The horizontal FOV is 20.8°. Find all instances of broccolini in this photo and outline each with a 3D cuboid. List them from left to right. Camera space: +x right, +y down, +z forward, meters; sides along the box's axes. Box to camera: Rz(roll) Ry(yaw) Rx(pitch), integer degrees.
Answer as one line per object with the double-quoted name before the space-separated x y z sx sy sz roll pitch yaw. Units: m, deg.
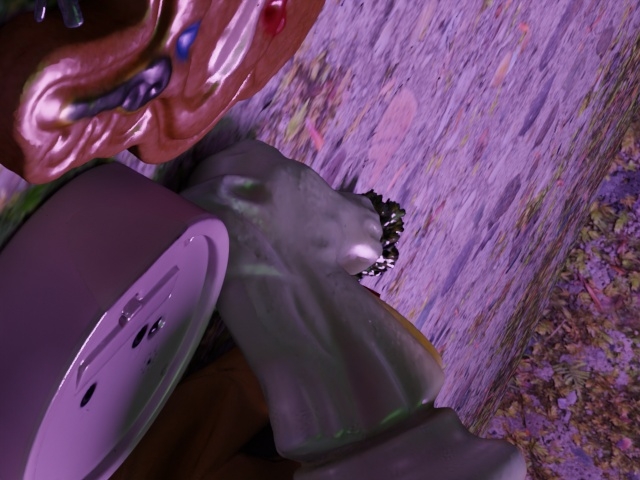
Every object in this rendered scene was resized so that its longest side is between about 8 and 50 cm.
"broccolini" 0.011 0.016 1.411 0.091 0.068 0.202 -45 174 29

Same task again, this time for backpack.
"backpack" -0.065 0.251 1.341 0.353 0.201 0.378 -33 147 -54

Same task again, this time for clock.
"clock" -0.132 0.057 0.971 0.197 0.068 0.197 -55 165 -22

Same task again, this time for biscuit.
"biscuit" -0.060 -0.128 0.891 0.202 0.047 0.334 -64 167 15

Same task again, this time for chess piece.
"chess piece" 0.010 0.072 1.116 0.176 0.298 0.176 -23 180 0

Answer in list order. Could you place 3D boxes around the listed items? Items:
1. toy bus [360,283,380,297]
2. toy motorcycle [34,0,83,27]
"toy bus" 0.014 0.070 1.579 0.110 0.043 0.031 -34 148 -58
"toy motorcycle" -0.102 -0.167 0.567 0.263 0.091 0.157 -67 169 19
